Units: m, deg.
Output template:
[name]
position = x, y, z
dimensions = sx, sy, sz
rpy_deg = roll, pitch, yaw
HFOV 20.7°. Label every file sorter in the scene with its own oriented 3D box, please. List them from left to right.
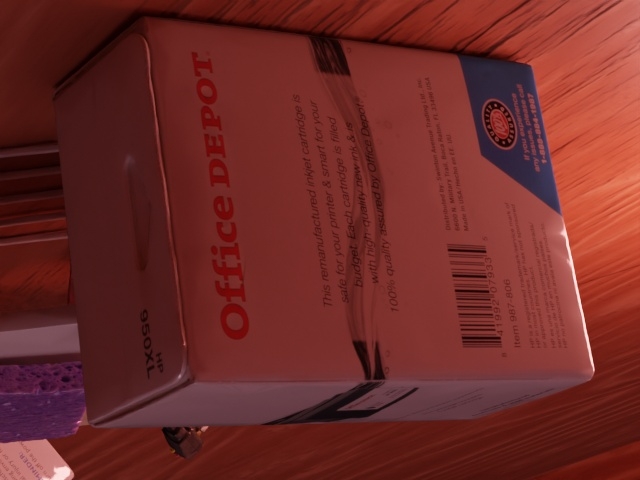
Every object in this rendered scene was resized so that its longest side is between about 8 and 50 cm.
[file sorter]
position = -0.271, 0.038, 1.604
dimensions = 0.193, 0.173, 0.278
rpy_deg = -7, 163, -6

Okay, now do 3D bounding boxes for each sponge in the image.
[sponge]
position = -0.276, 0.151, 1.620
dimensions = 0.117, 0.031, 0.210
rpy_deg = -3, 162, -14

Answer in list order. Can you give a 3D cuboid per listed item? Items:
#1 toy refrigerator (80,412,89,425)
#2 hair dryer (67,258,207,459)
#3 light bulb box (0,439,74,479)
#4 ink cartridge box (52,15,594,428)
[toy refrigerator]
position = -0.254, 0.142, 2.099
dimensions = 0.094, 0.102, 0.269
rpy_deg = -6, 163, -14
[hair dryer]
position = -0.192, 0.095, 1.917
dimensions = 0.080, 0.224, 0.293
rpy_deg = 10, 161, 33
[light bulb box]
position = -0.518, 0.321, 1.855
dimensions = 0.358, 0.225, 0.361
rpy_deg = -33, -172, 48
[ink cartridge box]
position = 0.002, -0.004, 1.415
dimensions = 0.395, 0.285, 0.166
rpy_deg = 3, 160, -36
